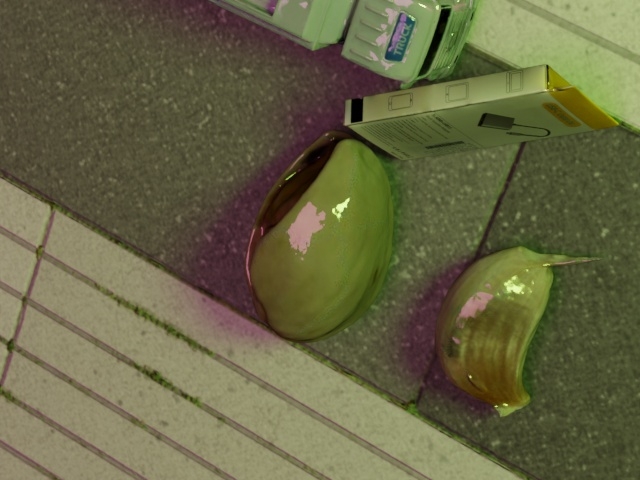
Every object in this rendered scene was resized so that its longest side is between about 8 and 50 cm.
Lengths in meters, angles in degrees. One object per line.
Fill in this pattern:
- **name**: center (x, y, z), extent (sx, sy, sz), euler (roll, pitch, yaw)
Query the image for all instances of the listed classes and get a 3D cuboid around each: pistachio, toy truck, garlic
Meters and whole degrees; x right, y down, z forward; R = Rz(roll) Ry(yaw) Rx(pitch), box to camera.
- **pistachio**: center (0.000, 0.000, 1.947), extent (0.138, 0.153, 0.238), euler (-138, 54, -59)
- **toy truck**: center (0.011, -0.251, 1.855), extent (0.268, 0.155, 0.124), euler (27, 114, 19)
- **garlic**: center (0.192, 0.075, 1.901), extent (0.128, 0.090, 0.198), euler (25, 108, 4)

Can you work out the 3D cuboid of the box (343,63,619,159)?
- **box**: center (0.161, -0.127, 1.828), extent (0.247, 0.129, 0.033), euler (-8, 71, 28)
